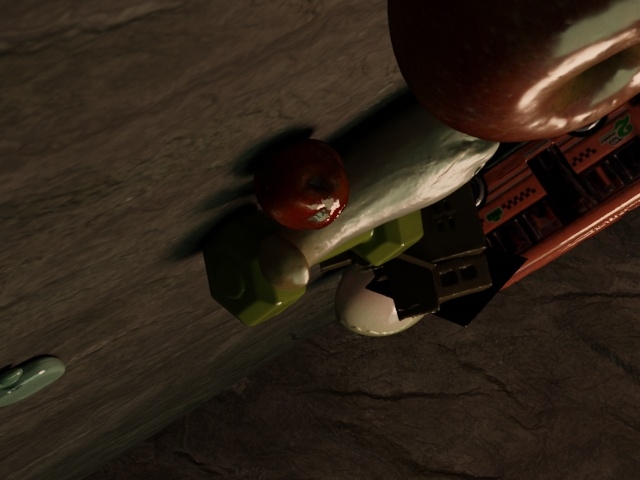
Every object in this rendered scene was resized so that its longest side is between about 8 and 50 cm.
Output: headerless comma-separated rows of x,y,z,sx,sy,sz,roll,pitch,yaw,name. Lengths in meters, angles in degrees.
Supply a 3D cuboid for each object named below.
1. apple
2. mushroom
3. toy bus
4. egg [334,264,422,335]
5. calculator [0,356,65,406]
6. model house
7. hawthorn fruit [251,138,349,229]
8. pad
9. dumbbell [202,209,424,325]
0.127,-0.154,0.471,0.201,0.162,0.201,-21,162,-7,apple
0.046,-0.047,0.877,0.270,0.103,0.118,-37,-163,-6,mushroom
0.413,-0.089,1.512,0.427,0.233,0.203,-36,170,26,toy bus
0.126,0.108,1.755,0.217,0.183,0.183,-39,174,-23,egg
-0.350,0.167,1.007,0.095,0.021,0.153,-31,174,-7,calculator
0.118,0.019,1.305,0.244,0.204,0.211,-15,171,1,model house
-0.020,-0.052,0.778,0.093,0.093,0.093,-31,171,-6,hawthorn fruit
0.201,0.055,1.400,0.164,0.004,0.243,-43,-146,-20,pad
0.000,0.000,1.003,0.302,0.121,0.108,-23,139,-46,dumbbell
